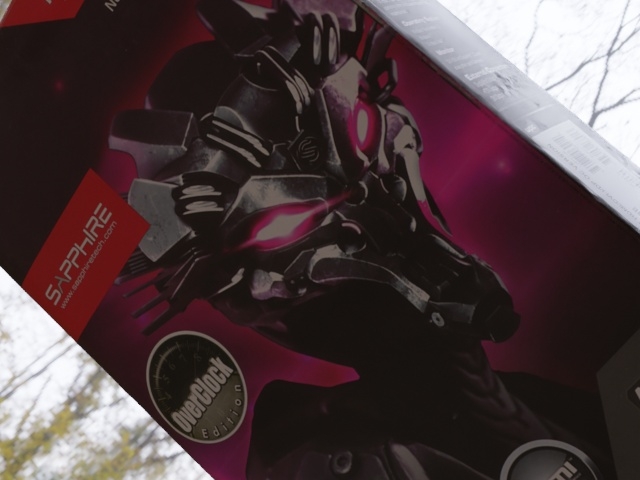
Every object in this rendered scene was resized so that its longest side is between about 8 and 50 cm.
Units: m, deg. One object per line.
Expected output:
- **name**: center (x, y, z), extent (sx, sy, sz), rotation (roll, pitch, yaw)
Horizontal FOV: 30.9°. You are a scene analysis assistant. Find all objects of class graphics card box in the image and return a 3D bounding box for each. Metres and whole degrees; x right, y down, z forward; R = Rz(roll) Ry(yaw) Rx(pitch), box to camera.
- **graphics card box**: center (0.000, 0.000, 0.540), extent (0.371, 0.094, 0.232), rotation (43, -64, 10)
